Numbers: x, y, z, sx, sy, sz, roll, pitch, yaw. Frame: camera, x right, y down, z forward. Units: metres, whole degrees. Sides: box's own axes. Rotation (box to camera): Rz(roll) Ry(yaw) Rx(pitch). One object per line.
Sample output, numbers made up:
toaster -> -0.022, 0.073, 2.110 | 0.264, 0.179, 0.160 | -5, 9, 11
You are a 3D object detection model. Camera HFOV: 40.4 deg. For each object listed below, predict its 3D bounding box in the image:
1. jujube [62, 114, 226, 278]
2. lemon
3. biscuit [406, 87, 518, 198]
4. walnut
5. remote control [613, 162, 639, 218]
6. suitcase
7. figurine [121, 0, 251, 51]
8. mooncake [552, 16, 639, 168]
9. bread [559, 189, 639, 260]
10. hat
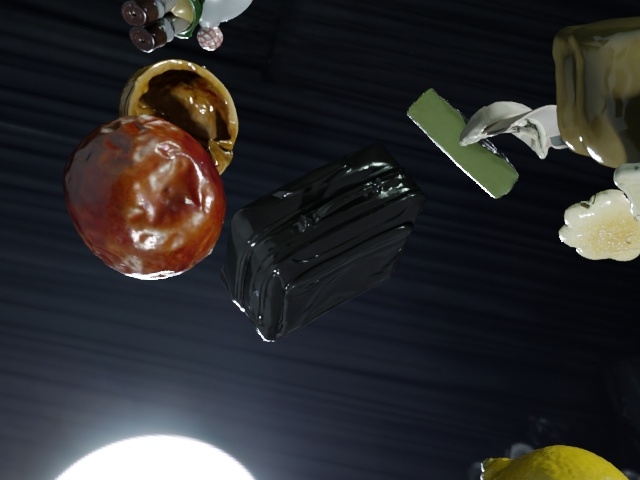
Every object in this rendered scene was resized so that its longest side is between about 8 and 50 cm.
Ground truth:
jujube -> -0.216, -0.044, 1.019 | 0.255, 0.190, 0.190 | -21, -126, 58
lemon -> 0.284, 0.336, 1.033 | 0.244, 0.187, 0.187 | 24, -77, 52
biscuit -> 0.354, -0.239, 2.145 | 0.099, 0.322, 0.038 | -47, -178, -1
walnut -> -0.217, -0.177, 1.258 | 0.087, 0.211, 0.167 | 21, -106, 43
remote control -> 0.483, -0.074, 1.282 | 0.074, 0.122, 0.032 | -5, -123, 35
suitcase -> 0.000, 0.000, 1.568 | 0.188, 0.345, 0.339 | 55, -23, 22
figurine -> -0.252, -0.509, 1.759 | 0.370, 0.167, 0.281 | -48, 135, -40
mooncake -> 0.626, -0.253, 1.467 | 0.467, 0.467, 0.262 | -105, -167, -74
bread -> 0.607, -0.017, 1.826 | 0.182, 0.251, 0.039 | -30, -134, 34
hat -> 0.440, -0.270, 1.915 | 0.226, 0.219, 0.164 | 128, -38, -53
